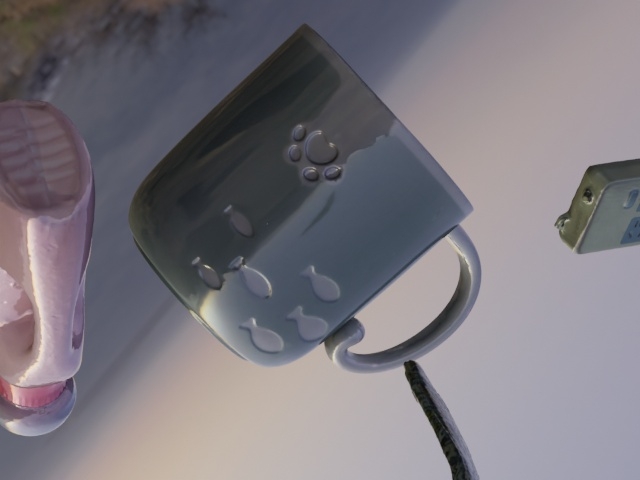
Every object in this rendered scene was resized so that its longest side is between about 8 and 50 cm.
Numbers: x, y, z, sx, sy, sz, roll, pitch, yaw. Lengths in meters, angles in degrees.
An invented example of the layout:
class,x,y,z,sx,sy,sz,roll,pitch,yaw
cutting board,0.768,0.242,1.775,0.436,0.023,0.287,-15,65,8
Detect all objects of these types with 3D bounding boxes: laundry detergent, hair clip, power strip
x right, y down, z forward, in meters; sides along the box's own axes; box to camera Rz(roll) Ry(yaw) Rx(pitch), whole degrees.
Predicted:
class,x,y,z,sx,sy,sz,roll,pitch,yaw
laundry detergent,-0.239,0.043,1.293,0.087,0.159,0.335,-9,141,-18
hair clip,0.087,0.162,1.022,0.036,0.066,0.229,-18,-141,9
power strip,0.140,-0.017,0.663,0.090,0.016,0.040,-9,132,-35

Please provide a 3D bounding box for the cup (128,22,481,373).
class,x,y,z,sx,sy,sz,roll,pitch,yaw
cup,0.000,0.000,1.578,0.274,0.357,0.259,-41,-157,3
